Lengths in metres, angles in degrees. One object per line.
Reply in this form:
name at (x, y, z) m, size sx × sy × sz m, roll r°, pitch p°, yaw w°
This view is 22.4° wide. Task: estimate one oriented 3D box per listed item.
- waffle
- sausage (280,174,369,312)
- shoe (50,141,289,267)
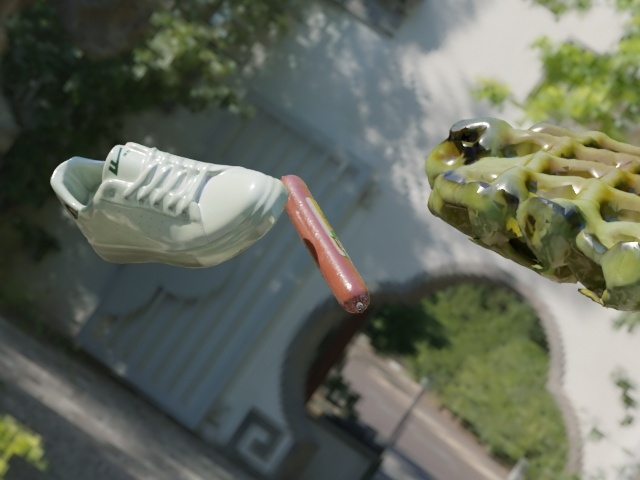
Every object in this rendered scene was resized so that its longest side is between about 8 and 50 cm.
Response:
waffle at (0.219, -0.006, 0.944) m, size 0.317 × 0.073 × 0.297 m, roll 4°, pitch 14°, yaw -22°
sausage at (0.000, 0.000, 1.469) m, size 0.029 × 0.029 × 0.223 m, roll 37°, pitch 14°, yaw -37°
shoe at (-0.150, -0.040, 1.496) m, size 0.265 × 0.095 × 0.110 m, roll -9°, pitch -48°, yaw 45°
